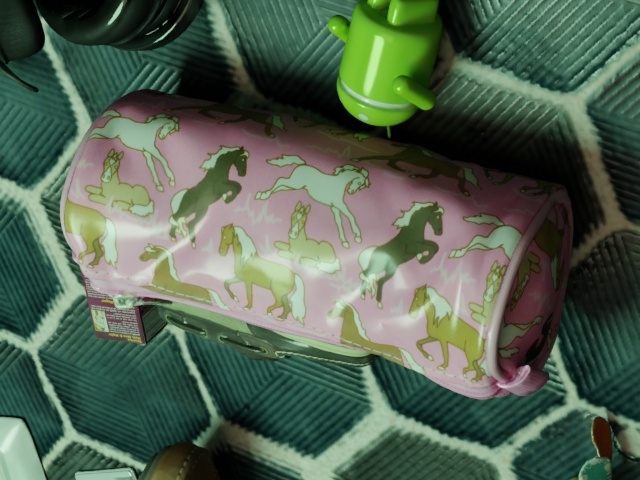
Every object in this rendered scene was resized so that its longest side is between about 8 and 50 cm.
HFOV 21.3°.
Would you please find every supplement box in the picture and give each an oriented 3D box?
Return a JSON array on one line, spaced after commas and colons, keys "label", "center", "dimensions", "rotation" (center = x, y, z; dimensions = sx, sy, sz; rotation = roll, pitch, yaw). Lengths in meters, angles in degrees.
[{"label": "supplement box", "center": [-0.171, 0.043, 1.478], "dimensions": [0.055, 0.043, 0.083], "rotation": [6, 118, 27]}]

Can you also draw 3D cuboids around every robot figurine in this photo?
[{"label": "robot figurine", "center": [0.050, -0.134, 1.239], "dimensions": [0.101, 0.067, 0.115], "rotation": [45, 135, 37]}]

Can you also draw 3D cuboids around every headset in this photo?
[{"label": "headset", "center": [-0.217, -0.219, 1.263], "dimensions": [0.394, 0.243, 0.185], "rotation": [-44, 65, 56]}]

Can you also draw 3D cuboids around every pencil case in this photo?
[{"label": "pencil case", "center": [0.000, 0.000, 1.286], "dimensions": [0.386, 0.160, 0.167], "rotation": [13, 121, 22]}]

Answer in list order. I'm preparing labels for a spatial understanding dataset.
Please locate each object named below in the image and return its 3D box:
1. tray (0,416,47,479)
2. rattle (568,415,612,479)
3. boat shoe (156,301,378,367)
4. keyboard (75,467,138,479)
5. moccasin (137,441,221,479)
[{"label": "tray", "center": [-0.322, 0.298, 1.715], "dimensions": [0.145, 0.030, 0.270], "rotation": [0, 116, 31]}, {"label": "rattle", "center": [0.221, 0.258, 1.345], "dimensions": [0.142, 0.130, 0.200], "rotation": [37, 101, 13]}, {"label": "boat shoe", "center": [-0.044, 0.062, 1.400], "dimensions": [0.223, 0.080, 0.073], "rotation": [18, 131, 25]}, {"label": "keyboard", "center": [-0.166, 0.334, 1.659], "dimensions": [0.072, 0.014, 0.256], "rotation": [-6, 112, 37]}, {"label": "moccasin", "center": [-0.075, 0.347, 1.533], "dimensions": [0.147, 0.139, 0.380], "rotation": [-1, 115, 27]}]
